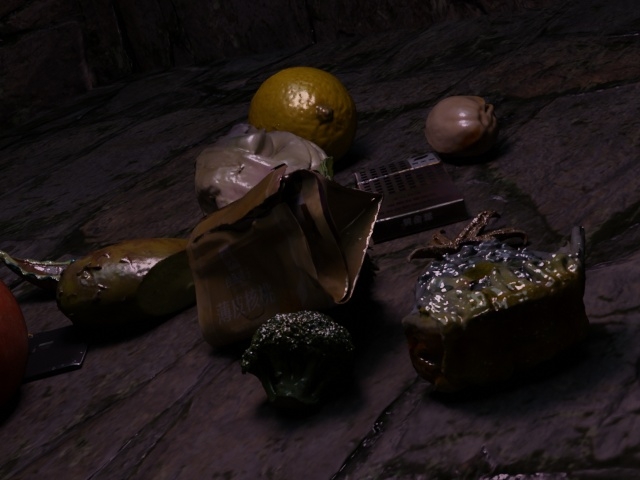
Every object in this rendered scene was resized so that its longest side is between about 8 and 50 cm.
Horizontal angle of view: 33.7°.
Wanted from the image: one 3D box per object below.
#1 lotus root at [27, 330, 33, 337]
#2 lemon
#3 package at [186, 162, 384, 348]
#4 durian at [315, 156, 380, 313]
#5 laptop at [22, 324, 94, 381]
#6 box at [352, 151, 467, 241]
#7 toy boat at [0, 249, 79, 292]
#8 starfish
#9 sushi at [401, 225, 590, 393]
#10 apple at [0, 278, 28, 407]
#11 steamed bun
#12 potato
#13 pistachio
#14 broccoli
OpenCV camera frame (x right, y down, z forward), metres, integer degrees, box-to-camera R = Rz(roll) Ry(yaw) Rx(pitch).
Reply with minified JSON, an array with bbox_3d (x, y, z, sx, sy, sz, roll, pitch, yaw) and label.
[{"bbox_3d":[-0.558,0.183,1.831,0.151,0.072,0.063,-19,62,18],"label":"lotus root"},{"bbox_3d":[-0.041,-0.274,2.411,0.267,0.267,0.267,-14,20,5],"label":"lemon"},{"bbox_3d":[-0.085,0.011,1.567,0.311,0.165,0.221,-23,39,50],"label":"package"},{"bbox_3d":[0.000,0.000,1.730,0.158,0.169,0.352,-6,32,-5],"label":"durian"},{"bbox_3d":[-0.457,0.189,1.815,0.129,0.016,0.180,-15,21,3],"label":"laptop"},{"bbox_3d":[0.165,-0.089,2.040,0.180,0.047,0.325,-15,21,2],"label":"box"},{"bbox_3d":[-0.496,0.055,2.092,0.292,0.099,0.108,-4,20,10],"label":"toy boat"},{"bbox_3d":[0.224,0.008,1.727,0.238,0.057,0.213,-22,13,-29],"label":"starfish"},{"bbox_3d":[0.238,0.089,1.370,0.274,0.140,0.184,-16,22,-8],"label":"sushi"},{"bbox_3d":[-0.630,0.162,1.628,0.348,0.277,0.348,-14,21,6],"label":"apple"},{"bbox_3d":[-0.123,-0.143,2.169,0.280,0.207,0.268,-16,18,-4],"label":"steamed bun"},{"bbox_3d":[-0.316,0.066,1.848,0.298,0.141,0.176,-20,35,-13],"label":"potato"},{"bbox_3d":[0.293,-0.237,2.220,0.143,0.144,0.215,-21,10,-13],"label":"pistachio"},{"bbox_3d":[-0.032,0.157,1.423,0.162,0.146,0.138,7,58,10],"label":"broccoli"}]
